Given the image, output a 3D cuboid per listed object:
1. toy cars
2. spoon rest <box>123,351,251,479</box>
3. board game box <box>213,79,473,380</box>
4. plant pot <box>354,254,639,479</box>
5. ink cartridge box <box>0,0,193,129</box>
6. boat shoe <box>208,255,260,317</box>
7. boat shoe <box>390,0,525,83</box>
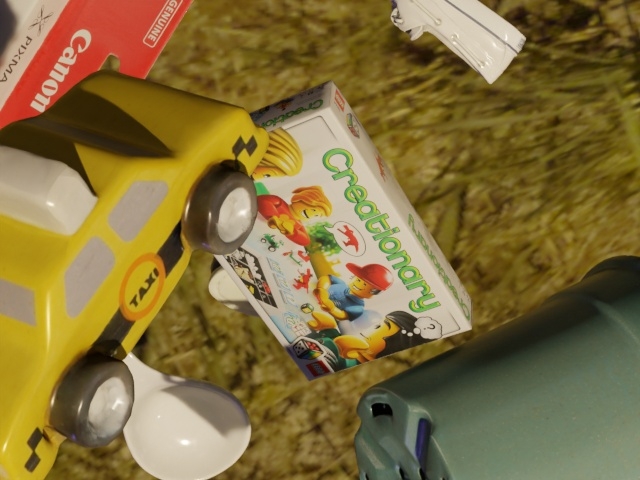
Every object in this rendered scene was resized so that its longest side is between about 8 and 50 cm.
[{"bbox_3d":[-0.200,0.038,0.544,0.394,0.087,0.176,-24,50,0],"label":"toy cars"},{"bbox_3d":[-0.185,0.167,1.566,0.137,0.084,0.276,-34,115,7],"label":"spoon rest"},{"bbox_3d":[0.000,0.000,1.409,0.193,0.053,0.305,-21,125,22],"label":"board game box"},{"bbox_3d":[0.238,0.226,1.527,0.341,0.334,0.341,48,147,45],"label":"plant pot"},{"bbox_3d":[-0.320,-0.209,1.521,0.261,0.066,0.296,31,89,17],"label":"ink cartridge box"},{"bbox_3d":[0.004,0.032,1.632,0.109,0.305,0.091,-44,49,46],"label":"boat shoe"},{"bbox_3d":[0.130,-0.291,1.775,0.258,0.095,0.084,35,95,8],"label":"boat shoe"}]
